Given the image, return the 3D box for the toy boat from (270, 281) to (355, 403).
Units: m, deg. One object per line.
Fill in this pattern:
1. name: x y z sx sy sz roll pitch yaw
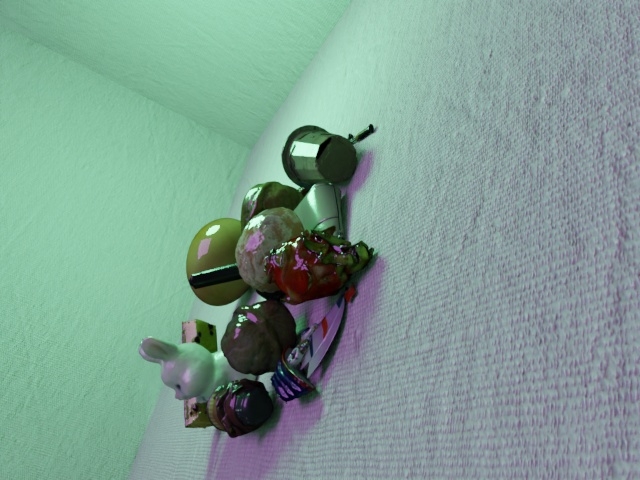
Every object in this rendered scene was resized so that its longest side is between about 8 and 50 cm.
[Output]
1. toy boat: -0.009 0.256 1.228 0.318 0.072 0.219 -46 21 24

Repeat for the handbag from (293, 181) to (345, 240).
1. handbag: 0.000 0.000 1.539 0.241 0.109 0.315 -50 36 41

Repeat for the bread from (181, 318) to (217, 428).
1. bread: -0.407 0.455 1.794 0.077 0.138 0.361 -19 61 17

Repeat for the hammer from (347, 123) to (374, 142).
1. hammer: 0.120 -0.330 1.684 0.078 0.021 0.201 -69 17 -12

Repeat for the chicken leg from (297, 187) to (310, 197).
1. chicken leg: -0.095 -0.138 1.987 0.234 0.063 0.105 -48 29 38

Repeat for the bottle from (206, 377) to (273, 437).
1. bottle: -0.217 0.451 1.405 0.271 0.143 0.156 -32 37 58

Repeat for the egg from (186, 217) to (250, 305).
1. egg: -0.404 0.089 2.168 0.374 0.301 0.301 -64 17 9

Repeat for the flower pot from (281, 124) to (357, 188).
1. flower pot: 0.005 -0.266 1.656 0.212 0.212 0.202 -66 25 -4

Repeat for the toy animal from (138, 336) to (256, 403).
1. toy animal: -0.380 0.379 1.633 0.196 0.367 0.241 139 139 -58

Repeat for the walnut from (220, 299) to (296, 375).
1. walnut: -0.165 0.264 1.418 0.224 0.224 0.224 -54 20 31

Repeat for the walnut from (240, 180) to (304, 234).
1. walnut: -0.168 -0.070 1.836 0.283 0.227 0.283 8 -90 -68

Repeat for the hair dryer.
1. hair dryer: -0.255 0.132 1.659 0.116 0.302 0.244 -108 9 -50

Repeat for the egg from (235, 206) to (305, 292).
1. egg: -0.132 0.027 1.458 0.203 0.203 0.245 -159 87 -73

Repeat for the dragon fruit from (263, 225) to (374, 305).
1. dragon fruit: -0.015 0.047 1.265 0.269 0.200 0.198 -41 33 50
